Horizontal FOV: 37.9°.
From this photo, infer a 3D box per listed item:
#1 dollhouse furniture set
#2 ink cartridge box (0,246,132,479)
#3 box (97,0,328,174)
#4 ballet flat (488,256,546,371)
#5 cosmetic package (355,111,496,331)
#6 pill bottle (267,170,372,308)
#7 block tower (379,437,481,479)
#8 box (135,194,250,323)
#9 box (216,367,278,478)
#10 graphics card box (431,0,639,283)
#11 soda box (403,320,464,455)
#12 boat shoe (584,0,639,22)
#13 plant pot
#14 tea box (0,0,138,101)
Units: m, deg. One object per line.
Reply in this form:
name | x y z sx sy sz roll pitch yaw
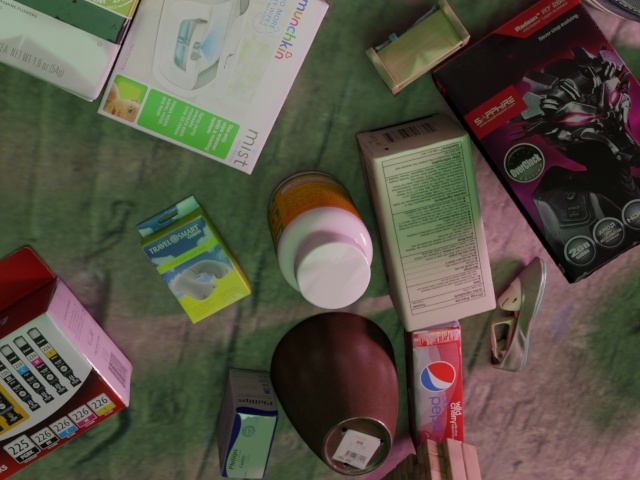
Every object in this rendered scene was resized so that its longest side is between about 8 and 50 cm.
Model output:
dollhouse furniture set | 0.104 -0.319 1.317 0.129 0.129 0.183 -34 90 7
ink cartridge box | -0.497 0.205 1.432 0.310 0.130 0.271 -32 113 6
box | -0.150 -0.261 1.286 0.231 0.126 0.261 23 107 -15
ballet flat | 0.325 0.126 1.559 0.068 0.072 0.213 5 113 -6
cosmetic package | 0.162 -0.029 1.433 0.153 0.129 0.296 -14 114 -4
pill bottle | 0.000 0.000 1.355 0.137 0.245 0.136 -3 114 -8
block tower | 0.142 0.462 1.607 0.091 0.097 0.335 21 130 -20
box | -0.197 0.031 1.451 0.109 0.042 0.178 -28 116 4
box | -0.122 0.299 1.527 0.072 0.137 0.126 8 112 -13
graphics card box | 0.353 -0.150 1.330 0.233 0.094 0.370 -32 82 6
soda box | 0.191 0.239 1.574 0.084 0.092 0.263 -6 115 -3
boat shoe | 0.538 -0.351 1.333 0.341 0.158 0.127 9 112 -13
plant pot | 0.038 0.263 1.485 0.216 0.230 0.215 -3 114 -8
tea box | -0.364 -0.398 1.138 0.329 0.220 0.323 21 108 -17
